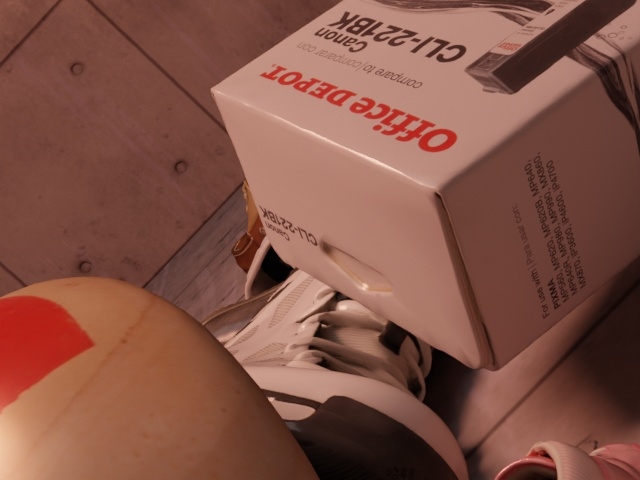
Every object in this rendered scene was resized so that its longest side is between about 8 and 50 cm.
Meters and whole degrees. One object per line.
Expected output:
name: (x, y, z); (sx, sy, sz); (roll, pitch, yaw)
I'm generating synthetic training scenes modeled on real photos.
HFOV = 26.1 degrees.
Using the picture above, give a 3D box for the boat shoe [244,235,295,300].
boat shoe: (0.000, 0.000, 1.401); (0.084, 0.095, 0.258); (-60, 5, -38)

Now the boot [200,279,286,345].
boot: (-0.048, 0.093, 1.201); (0.189, 0.076, 0.208); (-38, 12, 1)

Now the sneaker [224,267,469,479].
sneaker: (0.004, 0.069, 0.819); (0.257, 0.169, 0.447); (-52, 8, -20)

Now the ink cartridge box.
ink cartridge box: (0.110, -0.081, 0.725); (0.273, 0.114, 0.197); (-37, 36, -20)

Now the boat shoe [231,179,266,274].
boat shoe: (-0.024, -0.049, 1.567); (0.122, 0.120, 0.324); (-52, 11, -31)

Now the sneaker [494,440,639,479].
sneaker: (0.101, 0.099, 0.547); (0.051, 0.070, 0.134); (-55, 2, 12)

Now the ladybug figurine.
ladybug figurine: (-0.134, 0.173, 0.589); (0.161, 0.305, 0.449); (-6, -6, -28)
